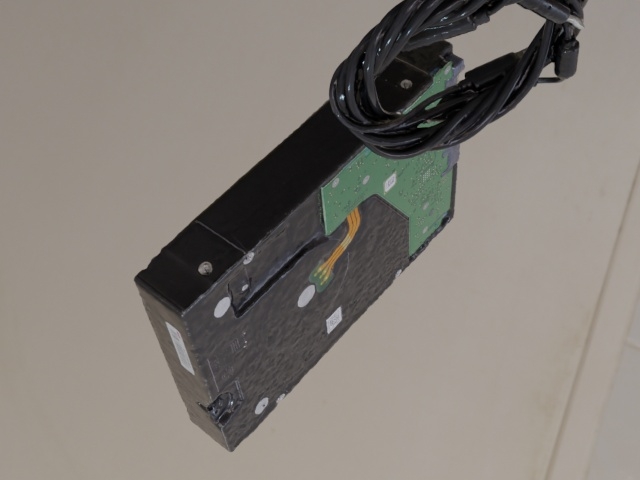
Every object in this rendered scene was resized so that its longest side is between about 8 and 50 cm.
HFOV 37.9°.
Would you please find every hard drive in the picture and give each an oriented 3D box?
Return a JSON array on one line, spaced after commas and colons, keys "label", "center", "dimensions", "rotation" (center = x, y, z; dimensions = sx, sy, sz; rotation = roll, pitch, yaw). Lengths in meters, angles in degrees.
[{"label": "hard drive", "center": [0.000, 0.000, 0.812], "dimensions": [0.064, 0.339, 0.237], "rotation": [34, 153, 26]}]

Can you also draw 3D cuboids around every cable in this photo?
[{"label": "cable", "center": [0.093, -0.116, 0.594], "dimensions": [0.184, 0.047, 0.150], "rotation": [-18, 155, -13]}]
